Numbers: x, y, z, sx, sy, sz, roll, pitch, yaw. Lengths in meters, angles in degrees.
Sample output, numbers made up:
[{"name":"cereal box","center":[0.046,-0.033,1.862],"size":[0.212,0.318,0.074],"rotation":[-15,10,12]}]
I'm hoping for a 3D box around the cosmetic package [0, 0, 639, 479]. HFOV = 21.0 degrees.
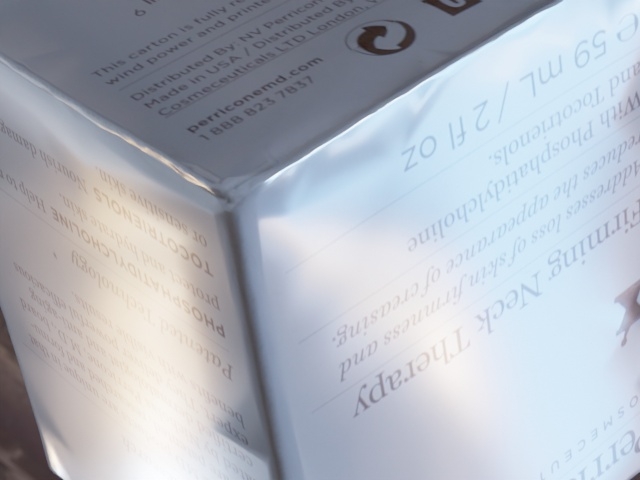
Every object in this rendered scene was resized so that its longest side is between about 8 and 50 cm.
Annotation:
[{"name":"cosmetic package","center":[0.000,0.000,1.108],"size":[0.329,0.394,0.327],"rotation":[-32,-138,-27]}]
